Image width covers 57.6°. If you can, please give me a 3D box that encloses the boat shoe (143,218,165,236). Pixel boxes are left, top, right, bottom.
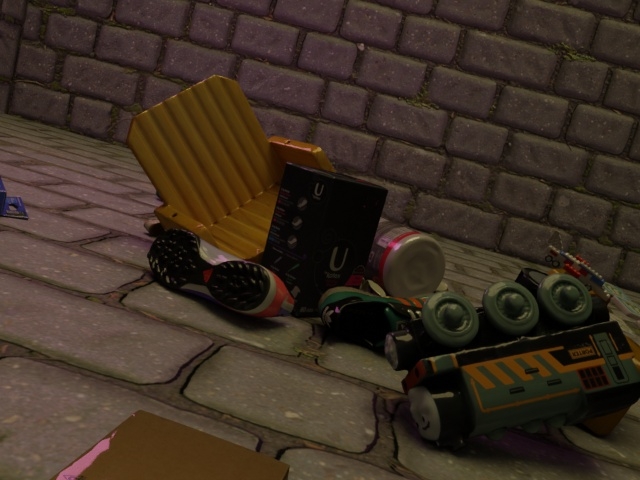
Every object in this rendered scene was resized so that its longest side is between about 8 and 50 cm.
[{"bbox_3d":[-0.377,-0.037,1.451,0.045,0.050,0.135,28,15,34],"label":"boat shoe"}]

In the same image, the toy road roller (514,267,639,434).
[{"bbox_3d":[0.441,0.192,1.003,0.329,0.202,0.240,1,30,-47],"label":"toy road roller"}]

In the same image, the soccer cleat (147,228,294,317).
[{"bbox_3d":[-0.188,0.065,1.056,0.318,0.109,0.116,18,-13,34],"label":"soccer cleat"}]

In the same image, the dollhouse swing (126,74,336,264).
[{"bbox_3d":[-0.188,-0.165,1.253,0.347,0.305,0.315,-36,34,-24],"label":"dollhouse swing"}]

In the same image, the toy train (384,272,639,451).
[{"bbox_3d":[0.256,0.160,0.777,0.334,0.142,0.190,-7,60,-15],"label":"toy train"}]

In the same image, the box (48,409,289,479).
[{"bbox_3d":[-0.126,0.210,0.470,0.164,0.021,0.201,17,9,9],"label":"box"}]

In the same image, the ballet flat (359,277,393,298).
[{"bbox_3d":[0.087,0.113,1.241,0.080,0.073,0.232,10,10,-34],"label":"ballet flat"}]

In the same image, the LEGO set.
[{"bbox_3d":[0.470,0.080,0.950,0.244,0.060,0.182,21,26,-22],"label":"LEGO set"}]

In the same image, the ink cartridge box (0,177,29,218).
[{"bbox_3d":[-0.786,-0.114,1.221,0.311,0.065,0.186,11,10,-34],"label":"ink cartridge box"}]

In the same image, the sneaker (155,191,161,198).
[{"bbox_3d":[-0.492,-0.158,1.938,0.110,0.107,0.275,-7,9,-11],"label":"sneaker"}]

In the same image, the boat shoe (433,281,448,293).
[{"bbox_3d":[0.291,0.124,1.611,0.137,0.049,0.043,18,-33,32],"label":"boat shoe"}]

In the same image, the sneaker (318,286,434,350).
[{"bbox_3d":[0.147,0.152,1.032,0.302,0.108,0.121,6,11,-6],"label":"sneaker"}]

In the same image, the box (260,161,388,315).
[{"bbox_3d":[0.000,0.000,1.152,0.165,0.270,0.143,5,13,-45],"label":"box"}]

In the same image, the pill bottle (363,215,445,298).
[{"bbox_3d":[0.164,0.032,1.529,0.176,0.176,0.318,10,11,-30],"label":"pill bottle"}]
